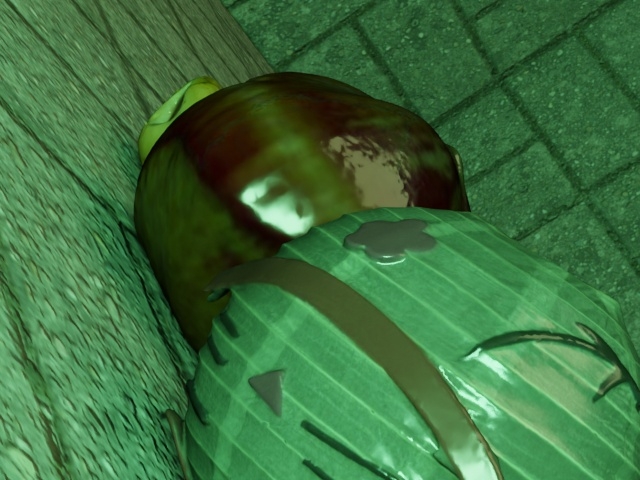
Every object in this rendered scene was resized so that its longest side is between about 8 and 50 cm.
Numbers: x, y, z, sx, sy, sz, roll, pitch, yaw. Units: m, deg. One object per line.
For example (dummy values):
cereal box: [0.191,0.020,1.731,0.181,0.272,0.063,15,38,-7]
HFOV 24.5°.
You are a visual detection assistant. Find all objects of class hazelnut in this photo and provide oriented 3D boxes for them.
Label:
hazelnut: [0.000,0.000,0.948,0.229,0.229,0.229,56,6,-9]

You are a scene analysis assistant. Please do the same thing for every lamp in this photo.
lamp: [0.044,0.099,0.719,0.233,0.233,0.265,53,-14,-32]

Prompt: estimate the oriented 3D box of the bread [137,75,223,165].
bread: [-0.036,0.011,1.153,0.305,0.091,0.142,54,-1,-21]
